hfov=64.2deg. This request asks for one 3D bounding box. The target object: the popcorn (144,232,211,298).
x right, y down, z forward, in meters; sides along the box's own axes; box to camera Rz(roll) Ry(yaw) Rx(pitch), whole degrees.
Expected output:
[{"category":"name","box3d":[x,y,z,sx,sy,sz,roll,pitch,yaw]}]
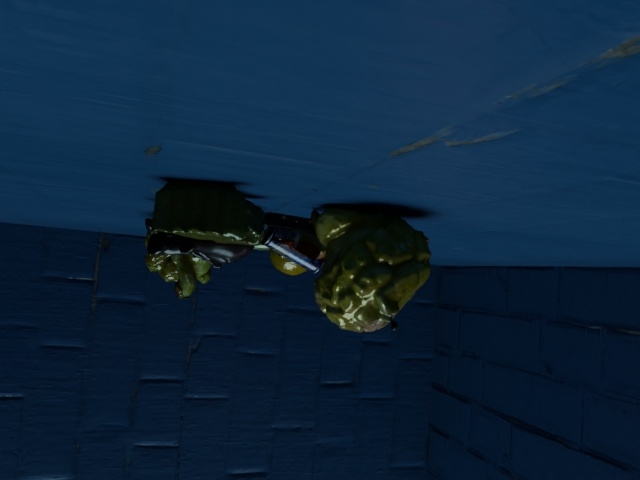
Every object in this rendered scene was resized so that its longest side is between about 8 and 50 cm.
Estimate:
[{"category":"popcorn","box3d":[-0.537,0.052,2.016,0.325,0.290,0.321,37,173,-37]}]

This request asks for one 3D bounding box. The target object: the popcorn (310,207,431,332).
[{"category":"popcorn","box3d":[0.110,0.059,1.363,0.381,0.349,0.349,44,-169,20]}]

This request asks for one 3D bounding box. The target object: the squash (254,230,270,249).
[{"category":"squash","box3d":[-0.262,-0.001,2.260,0.341,0.094,0.094,5,176,-11]}]

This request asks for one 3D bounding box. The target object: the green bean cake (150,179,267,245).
[{"category":"green bean cake","box3d":[-0.251,-0.061,1.202,0.233,0.124,0.236,6,176,3]}]

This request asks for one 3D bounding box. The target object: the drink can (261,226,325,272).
[{"category":"drink can","box3d":[-0.099,0.028,1.896,0.235,0.097,0.097,31,165,-22]}]

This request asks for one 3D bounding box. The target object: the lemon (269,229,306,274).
[{"category":"lemon","box3d":[-0.110,0.046,2.055,0.188,0.188,0.256,4,168,16]}]

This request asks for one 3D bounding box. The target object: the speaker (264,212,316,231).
[{"category":"speaker","box3d":[-0.090,-0.056,1.645,0.191,0.040,0.046,7,176,-35]}]

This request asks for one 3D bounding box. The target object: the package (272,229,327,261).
[{"category":"package","box3d":[0.006,0.002,1.793,0.223,0.108,0.288,20,-158,39]}]

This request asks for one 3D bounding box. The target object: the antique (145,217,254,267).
[{"category":"antique","box3d":[-0.331,-0.016,1.503,0.322,0.185,0.255,-2,171,32]}]
